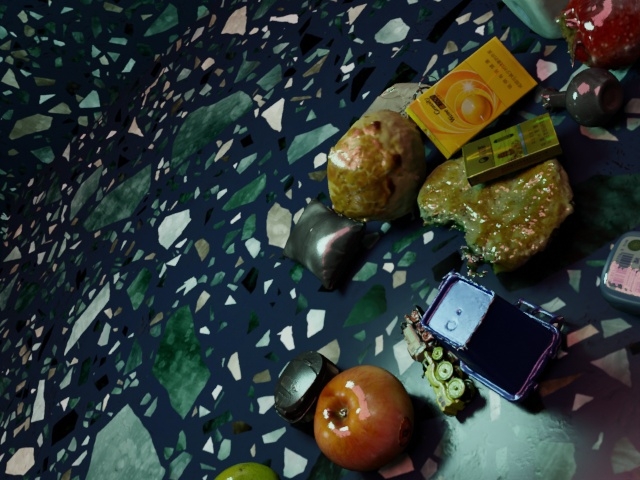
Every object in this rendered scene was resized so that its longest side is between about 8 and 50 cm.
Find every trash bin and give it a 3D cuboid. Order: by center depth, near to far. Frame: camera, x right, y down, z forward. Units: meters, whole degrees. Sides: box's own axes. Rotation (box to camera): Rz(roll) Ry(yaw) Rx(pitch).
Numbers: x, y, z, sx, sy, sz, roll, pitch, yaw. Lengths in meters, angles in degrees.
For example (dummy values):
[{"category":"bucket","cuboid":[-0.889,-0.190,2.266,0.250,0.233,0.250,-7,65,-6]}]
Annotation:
[{"category":"trash bin","cuboid":[0.304,0.157,1.247,0.162,0.234,0.184,28,84,51]}]

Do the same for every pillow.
[{"category":"pillow","cuboid":[0.000,0.000,1.768,0.250,0.106,0.186,30,93,53]}]

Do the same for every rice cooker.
[{"category":"rice cooker","cuboid":[-0.031,0.328,1.559,0.112,0.106,0.165,22,83,50]}]

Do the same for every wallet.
[{"category":"wallet","cuboid":[0.159,-0.294,1.815,0.335,0.068,0.275,-50,19,9]}]

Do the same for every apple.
[{"category":"apple","cuboid":[0.084,0.349,1.382,0.209,0.164,0.209,-24,50,32]}]

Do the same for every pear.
[{"category":"pear","cuboid":[-0.133,0.544,1.470,0.216,0.166,0.180,-23,29,-5]}]

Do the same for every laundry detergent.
[{"category":"laundry detergent","cuboid":[0.611,0.074,1.127,0.290,0.094,0.143,17,69,46]}]

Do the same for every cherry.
[{"category":"cherry","cuboid":[0.617,-0.458,1.435,0.250,0.175,0.192,-31,42,29]}]

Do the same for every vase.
[{"category":"vase","cuboid":[0.534,-0.295,1.460,0.120,0.120,0.183,-59,26,-6]}]

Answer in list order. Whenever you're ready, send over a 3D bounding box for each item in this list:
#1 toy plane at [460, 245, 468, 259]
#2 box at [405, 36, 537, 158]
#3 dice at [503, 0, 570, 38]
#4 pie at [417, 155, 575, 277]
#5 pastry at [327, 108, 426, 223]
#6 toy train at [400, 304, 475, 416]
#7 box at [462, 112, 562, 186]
[{"category":"toy plane","cuboid":[0.333,0.012,1.487,0.083,0.031,0.078,-24,48,32]},{"category":"box","cuboid":[0.343,-0.325,1.594,0.269,0.152,0.043,-40,-6,-8]},{"category":"dice","cuboid":[0.535,-0.642,1.586,0.268,0.262,0.264,-41,40,15]},{"category":"pie","cuboid":[0.362,-0.084,1.466,0.296,0.078,0.371,-41,37,3]},{"category":"pastry","cuboid":[0.148,-0.155,1.612,0.237,0.256,0.170,-25,42,-37]},{"category":"toy train","cuboid":[0.226,0.235,1.413,0.085,0.053,0.249,-46,39,18]},{"category":"box","cuboid":[0.394,-0.189,1.462,0.193,0.030,0.121,-20,36,20]}]
